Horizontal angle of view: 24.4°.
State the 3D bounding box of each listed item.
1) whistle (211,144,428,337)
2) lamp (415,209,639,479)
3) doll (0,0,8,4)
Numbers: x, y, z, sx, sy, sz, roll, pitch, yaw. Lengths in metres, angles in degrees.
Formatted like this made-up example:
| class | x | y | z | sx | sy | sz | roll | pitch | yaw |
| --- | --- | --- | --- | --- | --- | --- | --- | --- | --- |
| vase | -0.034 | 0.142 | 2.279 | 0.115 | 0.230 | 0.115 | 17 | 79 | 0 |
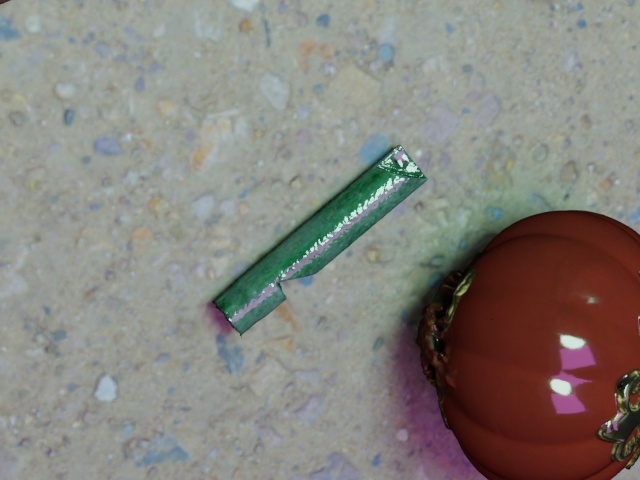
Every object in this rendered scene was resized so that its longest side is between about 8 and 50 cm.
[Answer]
| class | x | y | z | sx | sy | sz | roll | pitch | yaw |
| --- | --- | --- | --- | --- | --- | --- | --- | --- | --- |
| whistle | 0.000 | 0.000 | 1.119 | 0.186 | 0.039 | 0.039 | -40 | 121 | -4 |
| lamp | 0.177 | 0.085 | 1.139 | 0.227 | 0.227 | 0.227 | -9 | 115 | -20 |
| doll | -0.196 | -0.257 | 0.861 | 0.196 | 0.152 | 0.256 | 4 | 114 | -13 |
